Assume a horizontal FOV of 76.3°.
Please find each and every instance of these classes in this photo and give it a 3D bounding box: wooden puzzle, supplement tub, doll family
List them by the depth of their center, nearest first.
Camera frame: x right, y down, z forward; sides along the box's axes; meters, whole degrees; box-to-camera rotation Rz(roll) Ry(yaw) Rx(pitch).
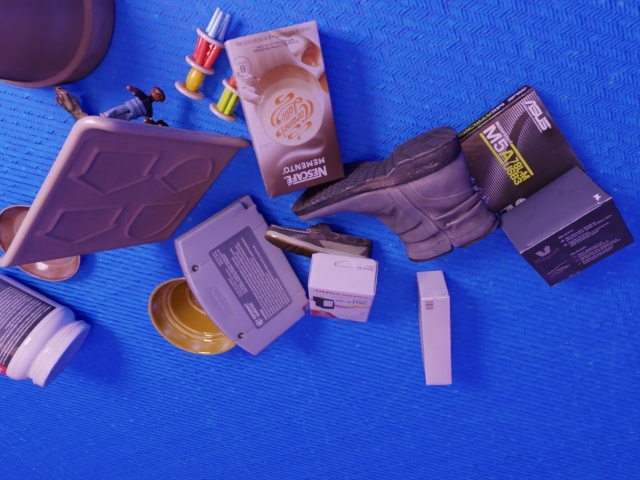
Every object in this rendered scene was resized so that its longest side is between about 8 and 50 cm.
[{"bbox_3d":[-0.331,-0.092,0.708,0.348,0.322,0.080,-39,79,26],"label":"wooden puzzle"},{"bbox_3d":[-0.312,-0.194,0.737,0.076,0.111,0.193,51,160,9],"label":"doll family"},{"bbox_3d":[-0.731,0.211,0.976,0.272,0.191,0.191,33,118,-10],"label":"supplement tub"}]

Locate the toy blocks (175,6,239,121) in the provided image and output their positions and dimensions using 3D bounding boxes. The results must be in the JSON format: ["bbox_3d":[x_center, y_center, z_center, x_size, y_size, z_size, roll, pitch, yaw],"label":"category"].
[{"bbox_3d":[-0.165,-0.299,0.697,0.123,0.054,0.148,32,118,-9],"label":"toy blocks"}]

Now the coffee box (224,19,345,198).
[{"bbox_3d":[-0.055,-0.214,0.679,0.141,0.098,0.246,-18,117,-7],"label":"coffee box"}]

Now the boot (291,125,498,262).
[{"bbox_3d":[0.127,-0.042,0.749,0.338,0.118,0.222,-16,122,31],"label":"boot"}]

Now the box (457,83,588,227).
[{"bbox_3d":[0.333,-0.138,0.722,0.184,0.045,0.190,-34,110,26],"label":"box"}]

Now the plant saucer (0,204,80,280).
[{"bbox_3d":[-0.640,0.003,0.938,0.199,0.036,0.198,3,119,5],"label":"plant saucer"}]

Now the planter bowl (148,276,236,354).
[{"bbox_3d":[-0.270,0.152,0.937,0.217,0.090,0.217,3,118,6],"label":"planter bowl"}]

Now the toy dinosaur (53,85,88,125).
[{"bbox_3d":[-0.419,-0.171,0.802,0.118,0.064,0.268,2,122,13],"label":"toy dinosaur"}]

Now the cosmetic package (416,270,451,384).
[{"bbox_3d":[0.248,0.192,0.885,0.061,0.098,0.238,-6,118,8],"label":"cosmetic package"}]

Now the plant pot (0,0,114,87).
[{"bbox_3d":[-0.523,-0.368,0.580,0.324,0.280,0.322,3,120,5],"label":"plant pot"}]

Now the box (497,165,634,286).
[{"bbox_3d":[0.429,-0.019,0.719,0.156,0.093,0.158,-38,131,24],"label":"box"}]

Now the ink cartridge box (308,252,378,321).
[{"bbox_3d":[0.042,0.101,0.830,0.128,0.072,0.175,7,153,5],"label":"ink cartridge box"}]

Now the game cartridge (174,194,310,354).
[{"bbox_3d":[-0.158,0.081,0.840,0.198,0.062,0.297,-35,114,-19],"label":"game cartridge"}]

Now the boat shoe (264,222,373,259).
[{"bbox_3d":[0.001,0.000,0.828,0.224,0.080,0.073,16,76,-8],"label":"boat shoe"}]
